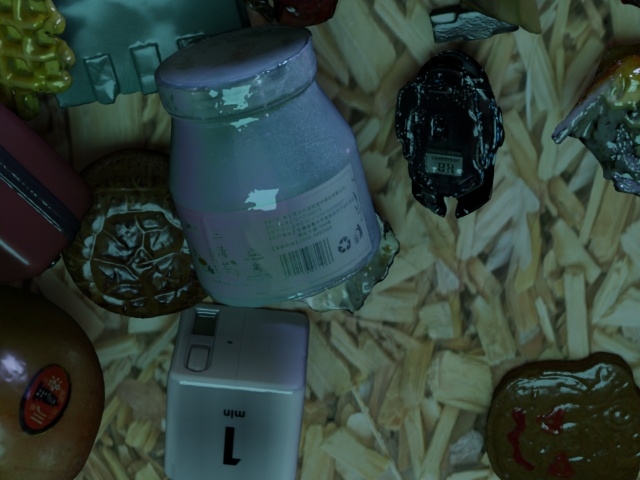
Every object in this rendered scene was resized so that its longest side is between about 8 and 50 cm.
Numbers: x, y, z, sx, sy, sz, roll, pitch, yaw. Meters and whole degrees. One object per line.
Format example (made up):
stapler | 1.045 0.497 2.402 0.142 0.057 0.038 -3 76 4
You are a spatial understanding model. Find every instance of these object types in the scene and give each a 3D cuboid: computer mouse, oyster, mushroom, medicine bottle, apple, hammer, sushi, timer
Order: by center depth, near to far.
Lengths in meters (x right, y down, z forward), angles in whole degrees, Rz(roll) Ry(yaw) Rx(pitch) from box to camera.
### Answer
hammer | 0.165 -0.418 1.682 0.111 0.043 0.365 -8 119 9
medicine bottle | -0.071 -0.099 1.689 0.245 0.245 0.290 -11 115 9
sushi | 0.436 -0.156 1.772 0.274 0.139 0.184 14 119 -3
computer mouse | 0.178 -0.142 1.821 0.147 0.077 0.241 10 116 21
mushroom | -0.238 -0.005 1.896 0.253 0.153 0.253 -3 117 -6
oyster | 0.000 0.000 1.923 0.214 0.083 0.223 22 124 -7
apple | -0.479 0.217 1.926 0.305 0.338 0.338 26 121 -29
timer | -0.121 0.226 2.005 0.194 0.192 0.195 5 122 -1

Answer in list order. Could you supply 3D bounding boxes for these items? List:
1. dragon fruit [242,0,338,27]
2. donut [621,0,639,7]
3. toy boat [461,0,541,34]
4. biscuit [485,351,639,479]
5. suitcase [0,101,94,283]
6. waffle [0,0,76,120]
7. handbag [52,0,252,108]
dragon fruit | -0.029 -0.401 1.582 0.250 0.250 0.315 14 106 -6
donut | 0.417 -0.393 1.649 0.216 0.096 0.230 13 122 -3
toy boat | 0.204 -0.451 1.589 0.162 0.136 0.445 -19 120 -21
biscuit | 0.383 0.299 2.117 0.257 0.049 0.273 -11 122 9
suitcase | -0.452 -0.057 1.790 0.236 0.161 0.297 44 152 -23
waffle | -0.445 -0.278 1.710 0.312 0.060 0.307 -18 115 42
handbag | -0.238 -0.318 1.728 0.269 0.100 0.274 -14 122 7
